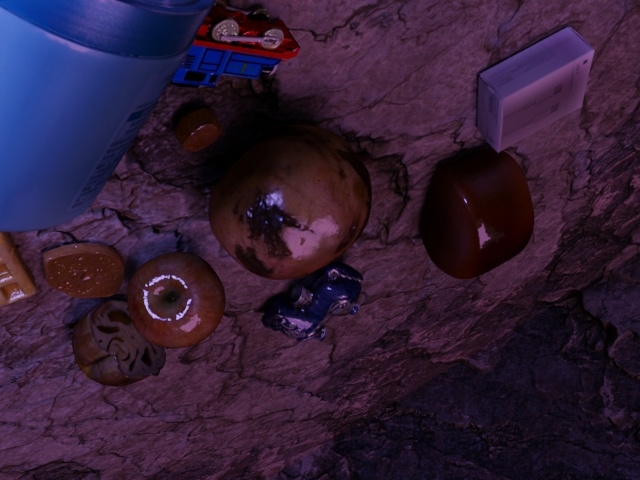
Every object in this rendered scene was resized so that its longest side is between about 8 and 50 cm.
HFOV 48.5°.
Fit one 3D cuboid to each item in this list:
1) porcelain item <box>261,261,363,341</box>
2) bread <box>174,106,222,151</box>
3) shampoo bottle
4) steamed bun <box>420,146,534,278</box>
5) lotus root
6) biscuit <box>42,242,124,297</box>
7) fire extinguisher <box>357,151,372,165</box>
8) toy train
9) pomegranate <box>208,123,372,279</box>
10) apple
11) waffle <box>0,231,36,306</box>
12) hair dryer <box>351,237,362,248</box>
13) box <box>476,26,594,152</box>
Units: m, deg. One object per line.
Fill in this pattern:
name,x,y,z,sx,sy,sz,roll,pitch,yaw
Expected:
porcelain item,-0.022,0.163,1.950,0.186,0.138,0.288,24,126,-36
bread,-0.221,-0.202,1.268,0.085,0.053,0.085,-30,163,-10
shampoo bottle,-0.344,-0.233,0.825,0.331,0.331,0.343,3,137,-45
steamed bun,0.425,-0.046,1.905,0.235,0.248,0.379,-22,148,-17
lotus root,-0.477,0.245,1.590,0.180,0.188,0.199,-29,156,26
biscuit,-0.478,0.061,1.450,0.142,0.029,0.220,-35,150,9
fire extinguisher,0.036,-0.162,1.587,0.173,0.035,0.049,-26,154,-16
toy train,-0.147,-0.312,1.140,0.204,0.083,0.131,-2,139,-38
pomegranate,-0.055,-0.072,1.382,0.322,0.322,0.322,-23,150,-14
apple,-0.311,0.128,1.535,0.211,0.211,0.188,-32,177,1
waffle,-0.659,0.069,1.268,0.247,0.055,0.221,-22,150,-15
hair dryer,0.027,-0.002,1.796,0.225,0.088,0.219,-30,157,25
box,0.493,-0.349,1.660,0.251,0.106,0.203,-29,149,-6
